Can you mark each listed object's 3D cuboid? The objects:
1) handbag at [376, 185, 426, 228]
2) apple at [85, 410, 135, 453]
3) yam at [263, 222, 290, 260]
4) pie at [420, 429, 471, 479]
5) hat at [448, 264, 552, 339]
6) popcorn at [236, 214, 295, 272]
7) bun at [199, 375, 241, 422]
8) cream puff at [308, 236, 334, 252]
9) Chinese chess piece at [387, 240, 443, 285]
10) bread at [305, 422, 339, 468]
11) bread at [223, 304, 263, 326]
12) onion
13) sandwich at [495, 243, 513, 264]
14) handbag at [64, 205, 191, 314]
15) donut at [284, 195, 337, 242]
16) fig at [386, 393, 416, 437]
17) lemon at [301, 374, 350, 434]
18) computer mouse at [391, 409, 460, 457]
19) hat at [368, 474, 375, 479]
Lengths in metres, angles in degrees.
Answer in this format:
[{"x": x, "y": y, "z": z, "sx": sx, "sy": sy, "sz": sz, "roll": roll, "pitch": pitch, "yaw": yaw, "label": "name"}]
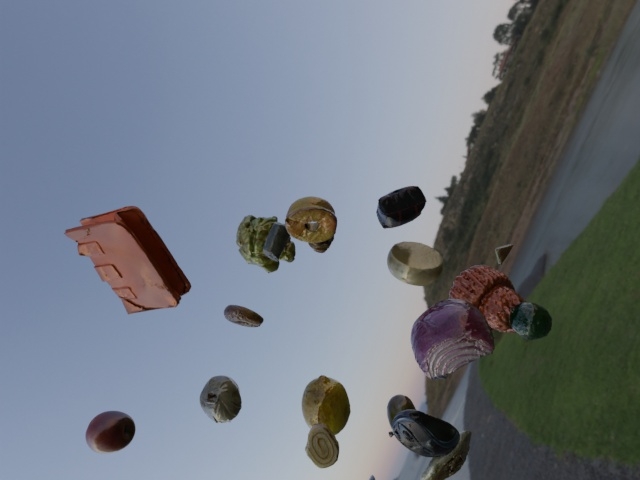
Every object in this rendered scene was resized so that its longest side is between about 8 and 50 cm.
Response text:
[{"x": 0.364, "y": -0.150, "z": 1.943, "sx": 0.215, "sy": 0.155, "sz": 0.169, "roll": -19, "pitch": -23, "yaw": -6, "label": "handbag"}, {"x": -0.916, "y": 0.835, "z": 1.851, "sx": 0.181, "sy": 0.168, "sz": 0.181, "roll": -8, "pitch": -90, "yaw": -78, "label": "apple"}, {"x": -0.198, "y": -0.001, "z": 1.954, "sx": 0.183, "sy": 0.107, "sz": 0.107, "roll": -68, "pitch": -21, "yaw": -5, "label": "yam"}, {"x": 0.619, "y": 1.050, "z": 2.036, "sx": 0.339, "sy": 0.077, "sz": 0.339, "roll": -24, "pitch": -48, "yaw": -30, "label": "pie"}, {"x": 0.725, "y": 0.254, "z": 1.653, "sx": 0.285, "sy": 0.400, "sz": 0.285, "roll": -8, "pitch": -77, "yaw": -34, "label": "hat"}, {"x": -0.313, "y": 0.003, "z": 2.306, "sx": 0.279, "sy": 0.335, "sz": 0.274, "roll": 16, "pitch": -65, "yaw": -46, "label": "popcorn"}, {"x": -0.377, "y": 0.589, "z": 1.577, "sx": 0.113, "sy": 0.173, "sz": 0.167, "roll": 43, "pitch": -120, "yaw": -55, "label": "bun"}, {"x": 0.000, "y": 0.000, "z": 2.036, "sx": 0.133, "sy": 0.119, "sz": 0.104, "roll": -22, "pitch": -41, "yaw": -43, "label": "cream puff"}, {"x": 0.422, "y": 0.102, "z": 1.898, "sx": 0.251, "sy": 0.250, "sz": 0.097, "roll": -37, "pitch": -38, "yaw": -52, "label": "Chinese chess piece"}, {"x": 0.005, "y": 0.782, "z": 1.608, "sx": 0.122, "sy": 0.149, "sz": 0.073, "roll": -33, "pitch": -6, "yaw": -5, "label": "bread"}, {"x": -0.340, "y": 0.339, "z": 1.867, "sx": 0.193, "sy": 0.193, "sz": 0.064, "roll": 70, "pitch": -146, "yaw": -61, "label": "bread"}, {"x": 0.364, "y": 0.269, "z": 1.286, "sx": 0.250, "sy": 0.247, "sz": 0.111, "roll": -39, "pitch": -56, "yaw": 23, "label": "onion"}, {"x": 0.630, "y": 0.040, "z": 1.478, "sx": 0.083, "sy": 0.044, "sz": 0.031, "roll": -62, "pitch": -5, "yaw": 13, "label": "sandwich"}, {"x": -0.689, "y": 0.083, "z": 1.554, "sx": 0.116, "sy": 0.303, "sz": 0.410, "roll": -67, "pitch": -39, "yaw": -51, "label": "handbag"}, {"x": -0.029, "y": -0.070, "z": 1.372, "sx": 0.190, "sy": 0.174, "sz": 0.075, "roll": 59, "pitch": -158, "yaw": -53, "label": "donut"}, {"x": 0.372, "y": 0.835, "z": 1.973, "sx": 0.145, "sy": 0.170, "sz": 0.274, "roll": -27, "pitch": -3, "yaw": 25, "label": "fig"}, {"x": 0.024, "y": 0.767, "z": 1.971, "sx": 0.233, "sy": 0.233, "sz": 0.288, "roll": -11, "pitch": -87, "yaw": -65, "label": "lemon"}, {"x": 0.341, "y": 0.635, "z": 1.370, "sx": 0.137, "sy": 0.233, "sz": 0.096, "roll": -59, "pitch": 12, "yaw": 33, "label": "computer mouse"}, {"x": 0.138, "y": 0.986, "z": 1.517, "sx": 0.265, "sy": 0.128, "sz": 0.266, "roll": -177, "pitch": 90, "yaw": -85, "label": "hat"}]
